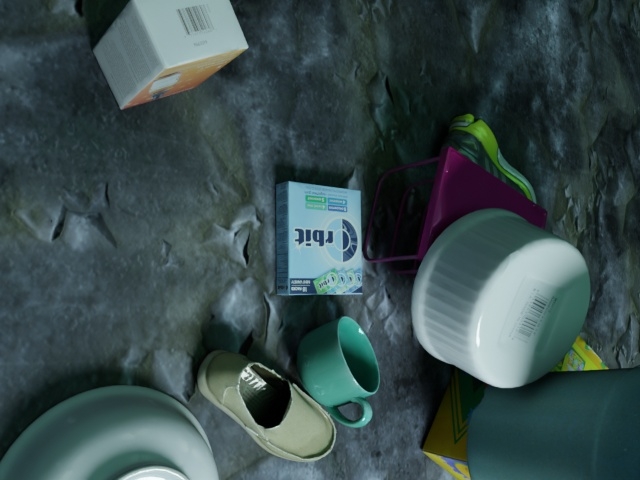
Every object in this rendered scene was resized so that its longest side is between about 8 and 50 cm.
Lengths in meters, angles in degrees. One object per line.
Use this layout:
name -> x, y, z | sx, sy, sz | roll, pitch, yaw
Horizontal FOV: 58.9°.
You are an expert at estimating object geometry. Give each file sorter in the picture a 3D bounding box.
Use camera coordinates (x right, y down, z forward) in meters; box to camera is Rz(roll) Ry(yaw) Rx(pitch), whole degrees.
file sorter -> 0.251, -0.007, 1.066 | 0.290, 0.182, 0.202 | 24, 73, -32

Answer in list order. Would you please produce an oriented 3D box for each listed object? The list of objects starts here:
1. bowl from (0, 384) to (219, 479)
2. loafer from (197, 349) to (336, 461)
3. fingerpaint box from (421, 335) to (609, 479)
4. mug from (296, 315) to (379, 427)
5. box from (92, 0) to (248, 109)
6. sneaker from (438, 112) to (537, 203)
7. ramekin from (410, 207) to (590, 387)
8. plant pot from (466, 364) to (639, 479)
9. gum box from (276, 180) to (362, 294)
bowl -> -0.238, 0.335, 0.692 | 0.297, 0.134, 0.298 | 4, 84, -37
loafer -> -0.067, 0.260, 0.854 | 0.268, 0.092, 0.102 | 40, 63, -27
fingerpaint box -> 0.463, 0.392, 1.195 | 0.445, 0.163, 0.371 | 42, 62, -24
mug -> 0.020, 0.206, 0.898 | 0.129, 0.097, 0.158 | 53, 23, -24
box -> -0.203, -0.256, 0.756 | 0.130, 0.170, 0.091 | -30, 102, -35
sneaker -> 0.350, -0.122, 1.217 | 0.300, 0.111, 0.121 | 46, 70, -18
ramekin -> 0.294, 0.097, 0.904 | 0.277, 0.135, 0.277 | -8, 109, -25
plant pot -> 0.433, 0.343, 0.874 | 0.341, 0.334, 0.341 | 7, 78, -33
gum box -> 0.000, 0.000, 0.964 | 0.156, 0.041, 0.185 | 4, 84, -37
